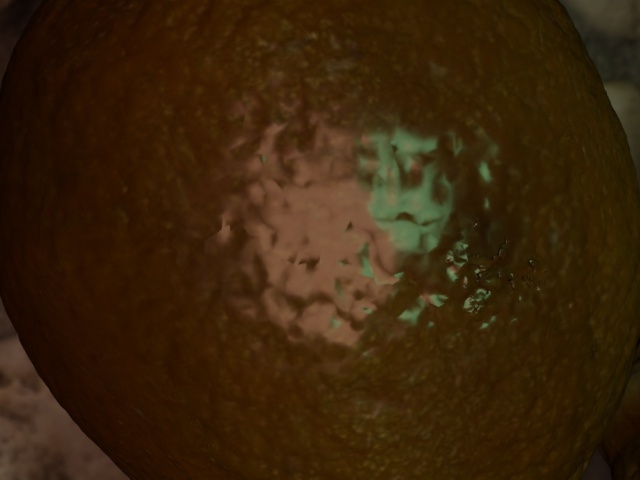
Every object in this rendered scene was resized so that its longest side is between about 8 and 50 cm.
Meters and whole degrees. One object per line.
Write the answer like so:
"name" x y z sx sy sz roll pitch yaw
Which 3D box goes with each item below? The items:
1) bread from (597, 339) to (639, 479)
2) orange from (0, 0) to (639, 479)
"bread" 0.338 0.144 0.893 0.344 0.149 0.195 27 112 -5
"orange" 0.000 0.000 0.787 0.322 0.322 0.357 -23 103 2
